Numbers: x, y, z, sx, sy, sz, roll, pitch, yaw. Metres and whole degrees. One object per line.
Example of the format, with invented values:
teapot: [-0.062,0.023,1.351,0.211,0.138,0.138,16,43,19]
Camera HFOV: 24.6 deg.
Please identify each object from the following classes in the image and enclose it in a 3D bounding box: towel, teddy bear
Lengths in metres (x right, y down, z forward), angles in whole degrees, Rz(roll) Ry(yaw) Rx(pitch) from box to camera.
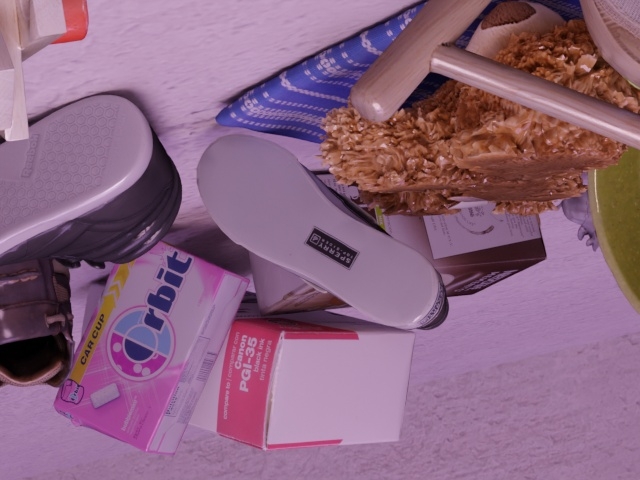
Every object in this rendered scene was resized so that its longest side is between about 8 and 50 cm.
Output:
towel: [0.124,-0.128,1.073,0.336,0.040,0.243,-22,162,34]
teddy bear: [0.124,-0.084,1.028,0.245,0.113,0.338,-5,173,10]

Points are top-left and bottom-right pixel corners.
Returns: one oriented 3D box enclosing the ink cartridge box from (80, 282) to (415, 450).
ink cartridge box: [-0.080,0.121,1.481,0.283,0.117,0.207,12,-175,41]

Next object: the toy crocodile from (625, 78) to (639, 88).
toy crocodile: [0.257,-0.127,0.848,0.340,0.105,0.115,27,134,-36]

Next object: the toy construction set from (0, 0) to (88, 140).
toy construction set: [-0.266,-0.112,0.608,0.328,0.151,0.215,4,161,-18]

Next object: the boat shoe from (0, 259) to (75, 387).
boat shoe: [-0.282,0.072,1.292,0.132,0.130,0.355,-11,168,-6]

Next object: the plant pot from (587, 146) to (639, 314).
plant pot: [0.410,-0.056,1.218,0.254,0.276,0.276,-16,170,-35]

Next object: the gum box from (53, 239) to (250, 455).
gum box: [-0.156,0.098,1.342,0.107,0.188,0.062,23,178,22]

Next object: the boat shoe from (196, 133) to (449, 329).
boat shoe: [0.000,0.000,1.091,0.078,0.219,0.070,-53,160,0]

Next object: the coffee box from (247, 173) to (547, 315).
coffee box: [0.071,-0.001,1.389,0.246,0.098,0.141,-5,166,-29]

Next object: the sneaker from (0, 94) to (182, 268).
sneaker: [-0.233,-0.007,1.085,0.296,0.104,0.147,-20,159,12]

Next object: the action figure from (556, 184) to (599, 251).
action figure: [0.365,-0.055,1.464,0.285,0.099,0.185,-7,172,-7]

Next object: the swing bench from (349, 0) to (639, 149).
swing bench: [0.135,-0.162,0.459,0.165,0.254,0.253,21,166,4]
